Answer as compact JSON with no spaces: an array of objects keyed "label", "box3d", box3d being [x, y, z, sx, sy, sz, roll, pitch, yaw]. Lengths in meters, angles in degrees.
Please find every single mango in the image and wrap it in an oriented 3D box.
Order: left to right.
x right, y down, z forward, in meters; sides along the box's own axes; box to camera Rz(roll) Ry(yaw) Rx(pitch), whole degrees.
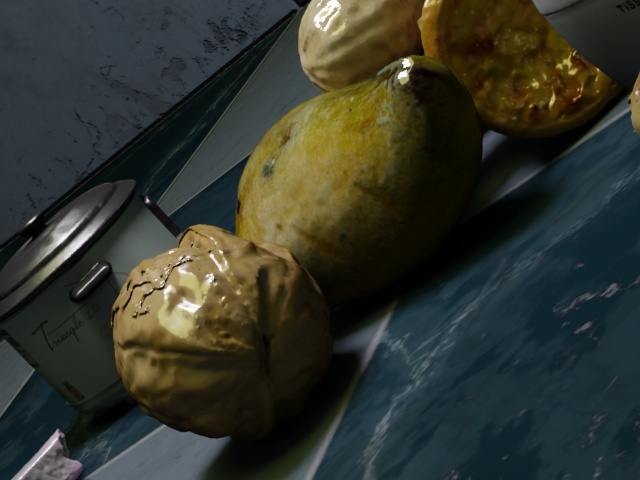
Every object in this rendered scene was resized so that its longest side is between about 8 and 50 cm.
[{"label":"mango","box3d":[0.043,-0.051,1.826,0.329,0.176,0.175,-28,32,44]}]

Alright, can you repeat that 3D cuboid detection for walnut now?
[{"label":"walnut","box3d":[-0.087,0.083,1.752,0.198,0.198,0.245,-46,14,-15]}]

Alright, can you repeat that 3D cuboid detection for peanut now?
[{"label":"peanut","box3d":[0.070,-0.234,1.948,0.136,0.120,0.298,-18,25,44]}]

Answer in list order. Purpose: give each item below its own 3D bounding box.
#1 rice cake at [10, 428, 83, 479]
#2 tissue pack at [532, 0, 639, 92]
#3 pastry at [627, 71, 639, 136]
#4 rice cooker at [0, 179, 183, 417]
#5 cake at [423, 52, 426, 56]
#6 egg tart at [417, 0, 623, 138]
[{"label":"rice cake","box3d":[-0.369,0.340,2.075,0.365,0.056,0.073,-49,7,-26]},{"label":"tissue pack","box3d":[0.312,-0.283,1.621,0.229,0.236,0.333,-48,13,-30]},{"label":"pastry","box3d":[0.295,-0.125,1.487,0.153,0.081,0.153,-38,16,13]},{"label":"rice cooker","box3d":[-0.260,0.057,2.310,0.241,0.227,0.280,-44,11,-6]},{"label":"cake","box3d":[0.115,-0.198,2.116,0.178,0.207,0.185,-33,1,4]},{"label":"egg tart","box3d":[0.184,-0.190,1.844,0.202,0.202,0.147,-43,2,-4]}]
